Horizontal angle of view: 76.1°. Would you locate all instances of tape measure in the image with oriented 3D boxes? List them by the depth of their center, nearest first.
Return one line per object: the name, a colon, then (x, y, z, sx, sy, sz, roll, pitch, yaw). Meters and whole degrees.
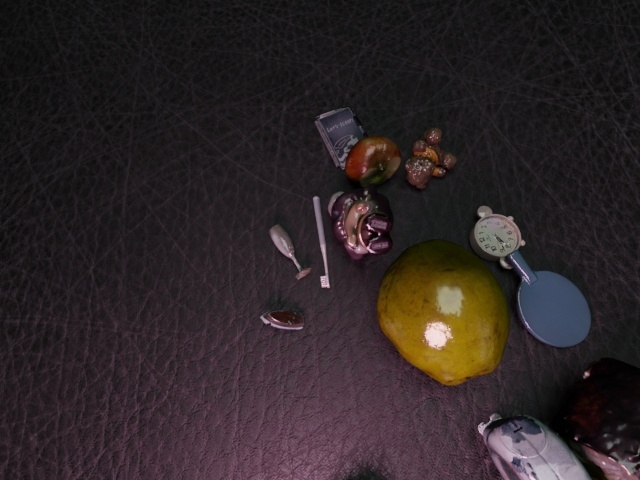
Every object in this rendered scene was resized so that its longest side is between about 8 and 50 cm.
tape measure: (0.531, 0.552, 0.999, 0.147, 0.256, 0.275, -31, 64, -6)

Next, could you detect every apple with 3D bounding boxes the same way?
apple: (0.177, -0.278, 1.424, 0.195, 0.173, 0.160, -30, 85, -4)

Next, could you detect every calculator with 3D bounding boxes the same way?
calculator: (0.093, -0.402, 1.574, 0.166, 0.028, 0.274, -21, 65, -3)

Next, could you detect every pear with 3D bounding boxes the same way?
pear: (0.339, 0.182, 1.145, 0.352, 0.352, 0.413, -15, 57, -4)

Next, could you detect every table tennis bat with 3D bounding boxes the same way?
table tennis bat: (0.688, 0.172, 1.257, 0.215, 0.044, 0.329, -33, 80, -10)

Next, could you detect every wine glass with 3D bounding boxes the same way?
wine glass: (-0.106, 0.032, 1.368, 0.066, 0.066, 0.198, -29, 68, -10)

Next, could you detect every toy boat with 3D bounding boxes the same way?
toy boat: (-0.120, 0.249, 1.273, 0.140, 0.066, 0.059, 13, 52, -22)

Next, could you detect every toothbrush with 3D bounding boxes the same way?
toothbrush: (0.002, 0.000, 1.399, 0.030, 0.025, 0.342, -6, 66, 2)

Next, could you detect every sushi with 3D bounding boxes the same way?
sushi: (0.761, 0.477, 1.003, 0.294, 0.281, 0.299, -43, 91, -12)

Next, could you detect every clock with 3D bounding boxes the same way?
clock: (0.579, -0.009, 1.357, 0.156, 0.063, 0.229, -15, 70, -7)

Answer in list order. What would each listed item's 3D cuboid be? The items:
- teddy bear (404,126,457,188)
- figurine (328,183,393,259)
teddy bear: (0.371, -0.281, 1.454, 0.190, 0.177, 0.140, -54, 29, -19)
figurine: (0.121, -0.041, 1.254, 0.206, 0.365, 0.218, -16, 101, 12)
